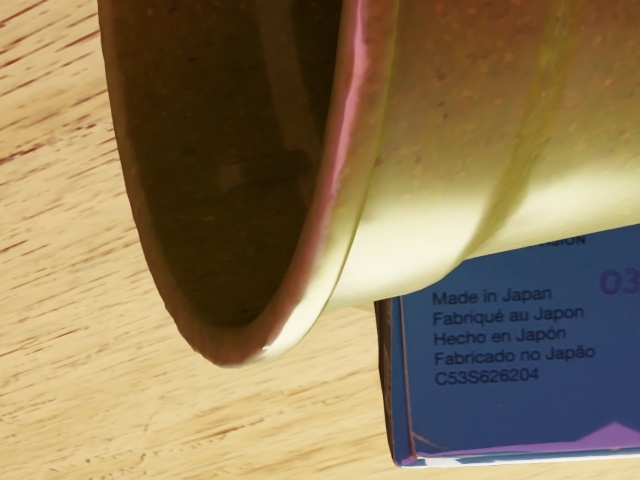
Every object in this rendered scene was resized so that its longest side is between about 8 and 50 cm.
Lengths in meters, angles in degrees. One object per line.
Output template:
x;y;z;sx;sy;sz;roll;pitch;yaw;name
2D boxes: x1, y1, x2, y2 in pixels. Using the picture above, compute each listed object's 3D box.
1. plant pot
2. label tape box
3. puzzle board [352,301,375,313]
0.086;-0.111;0.528;0.253;0.276;0.276;-4;154;-17;plant pot
0.139;-0.015;0.772;0.240;0.106;0.334;-3;-168;0;label tape box
0.000;0.000;0.959;0.128;0.011;0.096;17;149;-26;puzzle board
